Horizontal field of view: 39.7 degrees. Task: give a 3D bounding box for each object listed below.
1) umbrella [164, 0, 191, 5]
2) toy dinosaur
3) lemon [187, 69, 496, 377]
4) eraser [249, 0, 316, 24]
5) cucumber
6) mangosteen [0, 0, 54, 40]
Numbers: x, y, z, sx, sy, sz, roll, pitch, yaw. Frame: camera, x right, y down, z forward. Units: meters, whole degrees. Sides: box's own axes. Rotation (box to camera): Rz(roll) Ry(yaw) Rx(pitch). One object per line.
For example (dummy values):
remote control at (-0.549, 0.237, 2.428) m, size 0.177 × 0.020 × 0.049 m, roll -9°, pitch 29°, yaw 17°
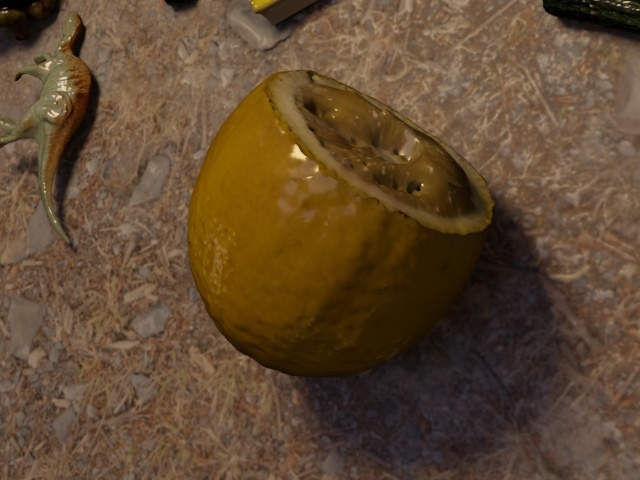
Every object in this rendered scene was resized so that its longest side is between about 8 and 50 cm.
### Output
umbrella at (-0.239, -0.541, 1.354) m, size 0.128 × 0.154 × 0.336 m, roll 178°, pitch 102°, yaw -67°
toy dinosaur at (-0.452, -0.186, 1.443) m, size 0.206 × 0.092 × 0.392 m, roll -20°, pitch 66°, yaw 17°
lemon at (0.000, 0.000, 1.057) m, size 0.364 × 0.364 × 0.364 m, roll -4°, pitch 81°, yaw 26°
eraser at (-0.018, -0.431, 1.270) m, size 0.226 × 0.069 × 0.157 m, roll -25°, pitch 74°, yaw 21°
cucumber at (0.375, -0.284, 1.050) m, size 0.265 × 0.077 × 0.077 m, roll 21°, pitch 92°, yaw 26°
mangosteen at (-0.534, -0.433, 1.483) m, size 0.200 × 0.200 × 0.199 m, roll -4°, pitch 81°, yaw 26°
